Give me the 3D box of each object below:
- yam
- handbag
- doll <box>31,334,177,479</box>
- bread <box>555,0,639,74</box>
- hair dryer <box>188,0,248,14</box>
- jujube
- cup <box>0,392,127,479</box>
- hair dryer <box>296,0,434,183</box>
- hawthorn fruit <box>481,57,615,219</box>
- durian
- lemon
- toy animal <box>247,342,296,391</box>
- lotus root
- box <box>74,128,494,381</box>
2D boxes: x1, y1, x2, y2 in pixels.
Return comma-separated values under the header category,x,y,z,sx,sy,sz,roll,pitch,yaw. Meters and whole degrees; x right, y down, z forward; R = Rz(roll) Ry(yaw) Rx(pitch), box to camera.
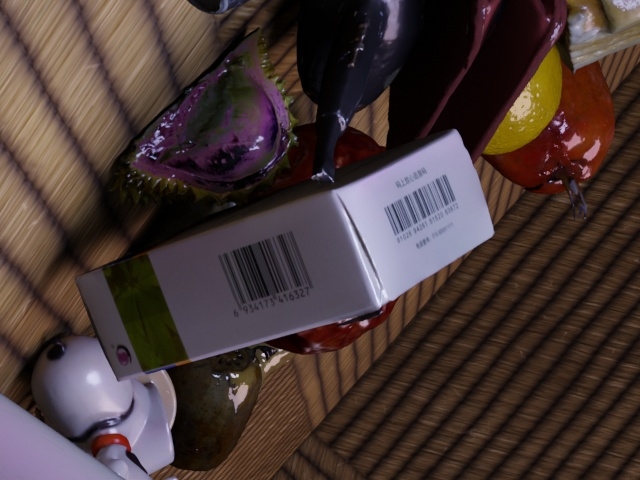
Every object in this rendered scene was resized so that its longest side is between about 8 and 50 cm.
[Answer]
category,x,y,z,sx,sy,sz,roll,pitch,yaw
yam,-0.139,0.018,1.665,0.179,0.078,0.078,-50,169,4
handbag,0.135,-0.223,1.563,0.260,0.084,0.275,118,-21,-54
doll,-0.201,0.219,1.654,0.144,0.271,0.208,-28,152,5
bread,0.395,-0.357,1.991,0.341,0.210,0.300,-23,178,8
hair dryer,-0.030,-0.278,1.166,0.195,0.075,0.219,-55,165,-28
jujube,0.000,0.000,1.765,0.213,0.213,0.232,99,15,-70
cup,-0.272,0.221,1.301,0.253,0.274,0.253,-48,171,-10
hair dryer,0.040,-0.172,1.382,0.359,0.120,0.303,-77,-171,-51
hawthorn fruit,0.303,-0.155,2.306,0.211,0.299,0.211,-20,153,-10
durian,-0.083,-0.072,1.488,0.186,0.108,0.119,-47,169,-15
lemon,0.195,-0.195,2.016,0.178,0.178,0.203,-48,144,-9
toy animal,-0.091,0.156,2.259,0.218,0.101,0.103,-45,170,-21
lotus root,-0.148,0.205,2.128,0.123,0.124,0.241,-52,172,-44
box,-0.030,0.013,1.461,0.299,0.106,0.200,-17,-173,37
